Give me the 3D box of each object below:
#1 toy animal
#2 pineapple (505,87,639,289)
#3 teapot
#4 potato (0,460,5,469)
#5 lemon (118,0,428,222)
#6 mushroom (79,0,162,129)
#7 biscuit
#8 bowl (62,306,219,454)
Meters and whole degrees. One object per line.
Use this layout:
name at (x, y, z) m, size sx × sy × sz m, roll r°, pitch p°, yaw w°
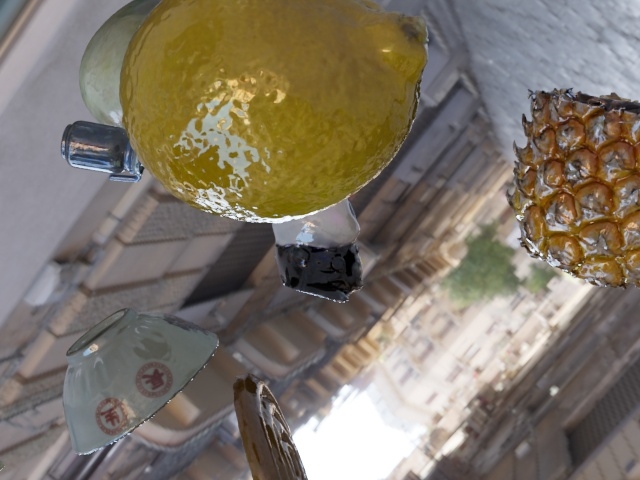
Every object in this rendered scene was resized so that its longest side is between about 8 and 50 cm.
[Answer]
toy animal at (0.000, 0.000, 1.299) m, size 0.138 × 0.179 × 0.166 m, roll -1°, pitch 180°, yaw -30°
pineapple at (0.470, -0.092, 1.373) m, size 0.352 × 0.300 × 0.352 m, roll 7°, pitch -161°, yaw -2°
teapot at (-0.218, -0.086, 0.877) m, size 0.083 × 0.063 × 0.049 m, roll 11°, pitch -157°, yaw -1°
potato at (-0.707, 0.475, 1.766) m, size 0.086 × 0.122 × 0.061 m, roll 49°, pitch -149°, yaw -8°
lemon at (-0.037, -0.103, 0.609) m, size 0.187 × 0.244 × 0.186 m, roll -9°, pitch -90°, yaw -68°
mushroom at (-0.216, -0.267, 1.425) m, size 0.352 × 0.260 × 0.352 m, roll 1°, pitch -147°, yaw -1°
biscuit at (-0.045, 0.281, 1.042) m, size 0.262 × 0.037 × 0.262 m, roll -21°, pitch -90°, yaw -90°
bowl at (-0.370, 0.227, 1.621) m, size 0.157 × 0.337 × 0.337 m, roll 55°, pitch -173°, yaw -13°
